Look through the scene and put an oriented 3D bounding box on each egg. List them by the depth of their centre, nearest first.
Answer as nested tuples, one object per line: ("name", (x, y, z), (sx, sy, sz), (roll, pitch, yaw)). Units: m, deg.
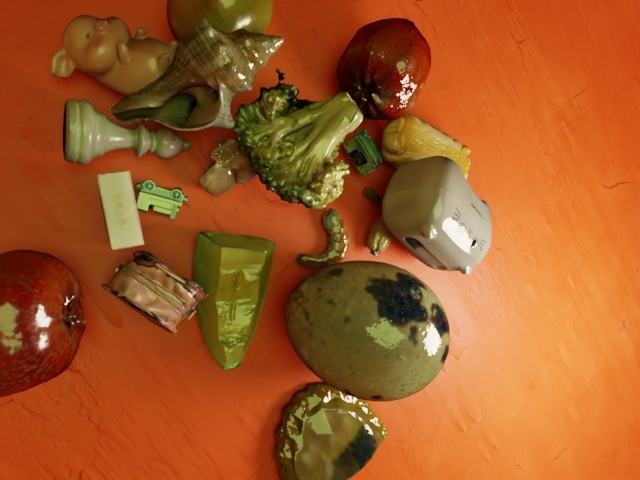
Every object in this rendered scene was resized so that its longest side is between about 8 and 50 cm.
("egg", (0.116, 0.219, 1.106), (0.427, 0.345, 0.345), (21, 81, -6))

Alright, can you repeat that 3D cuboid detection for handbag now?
("handbag", (-0.374, 0.117, 0.989), (0.205, 0.179, 0.116), (36, 68, -9))

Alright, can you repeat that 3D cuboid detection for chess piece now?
("chess piece", (-0.437, -0.236, 1.005), (0.271, 0.139, 0.139), (0, 90, -35))

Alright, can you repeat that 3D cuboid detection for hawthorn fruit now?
("hawthorn fruit", (-0.616, 0.172, 0.843), (0.299, 0.275, 0.276), (-30, 101, -10))
("hawthorn fruit", (0.195, -0.486, 1.206), (0.254, 0.254, 0.300), (50, 60, -15))

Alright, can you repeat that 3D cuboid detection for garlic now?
("garlic", (-0.233, -0.189, 1.100), (0.174, 0.099, 0.124), (-40, 121, -15))

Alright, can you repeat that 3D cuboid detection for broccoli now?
("broccoli", (-0.038, -0.247, 1.029), (0.280, 0.348, 0.293), (-33, 133, 18))

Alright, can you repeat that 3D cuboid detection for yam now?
("yam", (0.188, -0.111, 1.305), (0.145, 0.032, 0.032), (32, 78, -19))

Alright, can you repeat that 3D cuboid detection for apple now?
("apple", (-0.229, -0.539, 1.017), (0.261, 0.261, 0.194), (-43, 98, -17))

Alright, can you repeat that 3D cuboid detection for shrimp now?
("shrimp", (0.000, 0.000, 1.222), (0.166, 0.049, 0.161), (-18, 98, -14))

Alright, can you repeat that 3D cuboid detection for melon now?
("melon", (-0.224, 0.147, 1.081), (0.196, 0.124, 0.324), (7, 93, -18))

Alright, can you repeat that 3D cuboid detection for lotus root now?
("lotus root", (0.179, -0.023, 1.284), (0.073, 0.062, 0.151), (23, 78, 2))

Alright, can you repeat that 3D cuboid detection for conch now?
("conch", (-0.249, -0.332, 0.928), (0.386, 0.169, 0.203), (-24, 94, 21))

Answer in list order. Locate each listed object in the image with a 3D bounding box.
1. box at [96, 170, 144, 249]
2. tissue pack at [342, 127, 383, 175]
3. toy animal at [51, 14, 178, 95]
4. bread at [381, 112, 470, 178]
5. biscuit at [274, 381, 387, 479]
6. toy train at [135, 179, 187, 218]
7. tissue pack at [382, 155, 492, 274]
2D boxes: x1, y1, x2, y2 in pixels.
("box", (-0.430, -0.059, 0.932), (0.066, 0.233, 0.150), (-8, 94, -25))
("tissue pack", (0.116, -0.251, 1.255), (0.111, 0.079, 0.085), (55, 36, -15))
("toy animal", (-0.445, -0.410, 0.975), (0.250, 0.154, 0.167), (20, 43, -11))
("bread", (0.311, -0.263, 1.309), (0.311, 0.121, 0.173), (24, 76, -21))
("biscuit", (0.020, 0.575, 1.206), (0.329, 0.078, 0.335), (29, 76, -16))
("toy train", (-0.388, -0.100, 1.051), (0.122, 0.050, 0.081), (17, 87, -23))
("tissue pack", (0.330, -0.053, 1.228), (0.333, 0.229, 0.236), (38, 61, -36))
